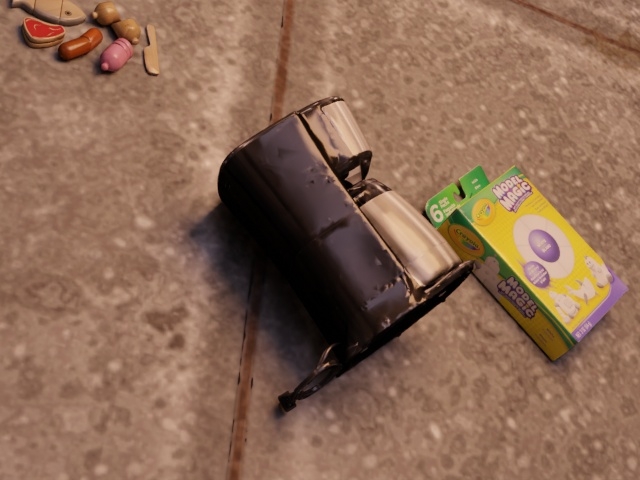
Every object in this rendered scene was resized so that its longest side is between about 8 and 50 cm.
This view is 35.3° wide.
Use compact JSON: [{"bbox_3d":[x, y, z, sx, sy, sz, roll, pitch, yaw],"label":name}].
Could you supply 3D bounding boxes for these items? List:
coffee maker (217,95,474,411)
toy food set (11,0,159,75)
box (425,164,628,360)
[{"bbox_3d":[0.000,0.000,0.756,0.171,0.120,0.178,-28,74,-39],"label":"coffee maker"},{"bbox_3d":[-0.193,-0.173,0.835,0.122,0.019,0.078,5,56,-26],"label":"toy food set"},{"bbox_3d":[0.184,0.008,0.905,0.179,0.043,0.105,47,48,9],"label":"box"}]
